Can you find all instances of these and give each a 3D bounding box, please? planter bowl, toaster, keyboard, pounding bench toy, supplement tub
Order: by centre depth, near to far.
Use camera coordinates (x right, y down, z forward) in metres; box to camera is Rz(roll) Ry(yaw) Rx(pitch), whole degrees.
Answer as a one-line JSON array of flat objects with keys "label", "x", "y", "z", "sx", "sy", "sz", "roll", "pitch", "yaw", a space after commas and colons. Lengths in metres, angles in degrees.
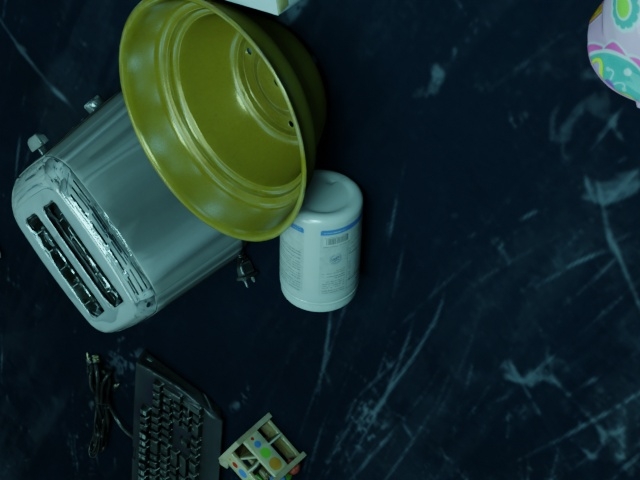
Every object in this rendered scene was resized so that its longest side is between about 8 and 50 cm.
[{"label": "planter bowl", "x": -0.061, "y": -0.115, "z": 1.398, "sx": 0.217, "sy": 0.090, "sz": 0.217, "roll": 29, "pitch": 135, "yaw": 33}, {"label": "supplement tub", "x": 0.000, "y": 0.000, "z": 1.455, "sx": 0.071, "sy": 0.071, "sz": 0.107, "roll": 31, "pitch": 139, "yaw": 27}, {"label": "toaster", "x": -0.174, "y": -0.017, "z": 1.565, "sx": 0.227, "sy": 0.146, "sz": 0.129, "roll": 56, "pitch": 145, "yaw": -7}, {"label": "pounding bench toy", "x": -0.062, "y": 0.227, "z": 1.735, "sx": 0.065, "sy": 0.052, "sz": 0.083, "roll": 48, "pitch": 144, "yaw": 4}, {"label": "keyboard", "x": -0.194, "y": 0.239, "z": 1.911, "sx": 0.201, "sy": 0.033, "sz": 0.317, "roll": 34, "pitch": 140, "yaw": 24}]

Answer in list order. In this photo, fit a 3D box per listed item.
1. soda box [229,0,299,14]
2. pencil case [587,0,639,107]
[{"label": "soda box", "x": -0.095, "y": -0.244, "z": 1.348, "sx": 0.216, "sy": 0.069, "sz": 0.074, "roll": 20, "pitch": 134, "yaw": 35}, {"label": "pencil case", "x": 0.251, "y": -0.188, "z": 0.973, "sx": 0.124, "sy": 0.124, "sz": 0.284, "roll": 42, "pitch": 144, "yaw": 13}]
